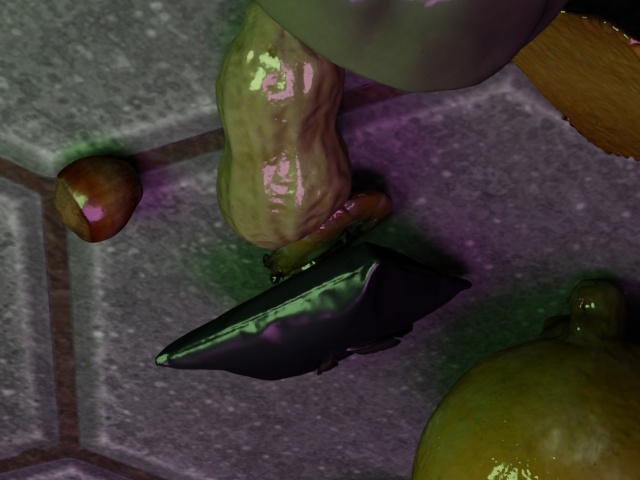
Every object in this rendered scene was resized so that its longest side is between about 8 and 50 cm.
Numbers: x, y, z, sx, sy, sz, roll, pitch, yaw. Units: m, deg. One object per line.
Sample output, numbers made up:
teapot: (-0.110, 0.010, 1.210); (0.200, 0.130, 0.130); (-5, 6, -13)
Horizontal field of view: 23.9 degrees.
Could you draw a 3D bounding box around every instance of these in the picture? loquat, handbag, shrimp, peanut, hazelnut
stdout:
loquat: (0.257, 0.217, 1.493); (0.328, 0.359, 0.328); (8, -178, 0)
handbag: (0.000, 0.078, 1.453); (0.254, 0.088, 0.211); (-26, 161, 25)
shrimp: (0.000, 0.000, 1.427); (0.091, 0.043, 0.184); (-3, 157, -43)
peanut: (-0.028, -0.092, 1.275); (0.123, 0.123, 0.256); (4, 138, -2)
hazelnut: (-0.202, -0.041, 1.379); (0.086, 0.086, 0.086); (1, 139, 1)

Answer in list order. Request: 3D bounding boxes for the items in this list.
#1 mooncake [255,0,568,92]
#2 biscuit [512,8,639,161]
mooncake: (0.056, -0.231, 1.008); (0.275, 0.275, 0.135); (15, 140, -14)
biscuit: (0.228, -0.117, 1.194); (0.237, 0.232, 0.013); (40, 84, -34)
